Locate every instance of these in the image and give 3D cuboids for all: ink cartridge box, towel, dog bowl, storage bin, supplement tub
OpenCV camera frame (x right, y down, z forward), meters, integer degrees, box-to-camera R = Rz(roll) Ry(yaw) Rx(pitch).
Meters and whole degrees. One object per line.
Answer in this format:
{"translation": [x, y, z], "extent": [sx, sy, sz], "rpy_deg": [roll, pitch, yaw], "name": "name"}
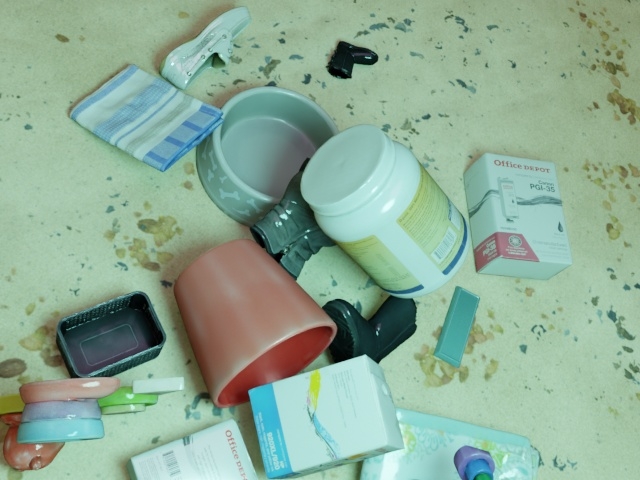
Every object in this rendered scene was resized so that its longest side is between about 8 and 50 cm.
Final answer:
{"translation": [-0.232, 0.436, 1.407], "extent": [0.203, 0.086, 0.148], "rpy_deg": [-15, 73, -26], "name": "ink cartridge box"}
{"translation": [-0.375, -0.271, 1.657], "extent": [0.285, 0.034, 0.209], "rpy_deg": [30, 59, 22], "name": "towel"}
{"translation": [0.478, -0.059, 1.881], "extent": [0.207, 0.117, 0.283], "rpy_deg": [6, 65, -18], "name": "ink cartridge box"}
{"translation": [-0.102, -0.196, 1.742], "extent": [0.348, 0.102, 0.349], "rpy_deg": [8, 64, -17], "name": "dog bowl"}
{"translation": [0.016, 0.335, 1.440], "extent": [0.232, 0.171, 0.168], "rpy_deg": [-19, 69, 11], "name": "ink cartridge box"}
{"translation": [-0.399, 0.187, 1.464], "extent": [0.180, 0.084, 0.122], "rpy_deg": [-21, 75, -28], "name": "storage bin"}
{"translation": [0.251, 0.519, 1.522], "extent": [0.374, 0.090, 0.321], "rpy_deg": [16, 70, -12], "name": "towel"}
{"translation": [0.129, -0.054, 1.509], "extent": [0.316, 0.228, 0.228], "rpy_deg": [45, 52, -37], "name": "supplement tub"}

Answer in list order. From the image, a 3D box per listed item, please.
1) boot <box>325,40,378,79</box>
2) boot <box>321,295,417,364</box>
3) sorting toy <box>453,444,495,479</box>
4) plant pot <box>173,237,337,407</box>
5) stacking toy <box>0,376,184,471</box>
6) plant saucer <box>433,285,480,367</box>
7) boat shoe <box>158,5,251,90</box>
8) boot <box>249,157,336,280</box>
{"translation": [0.081, -0.452, 1.961], "extent": [0.121, 0.045, 0.099], "rpy_deg": [20, 58, -2], "name": "boot"}
{"translation": [0.106, 0.163, 1.594], "extent": [0.094, 0.247, 0.207], "rpy_deg": [22, 52, 38], "name": "boot"}
{"translation": [0.246, 0.542, 1.339], "extent": [0.127, 0.366, 0.126], "rpy_deg": [7, 21, -9], "name": "sorting toy"}
{"translation": [-0.145, 0.148, 1.488], "extent": [0.274, 0.275, 0.243], "rpy_deg": [-24, 67, -28], "name": "plant pot"}
{"translation": [-0.392, 0.315, 1.304], "extent": [0.279, 0.309, 0.131], "rpy_deg": [4, 72, -30], "name": "stacking toy"}
{"translation": [0.317, 0.194, 1.763], "extent": [0.067, 0.018, 0.192], "rpy_deg": [28, 59, -6], "name": "plant saucer"}
{"translation": [-0.251, -0.445, 1.811], "extent": [0.096, 0.098, 0.277], "rpy_deg": [44, 69, 3], "name": "boat shoe"}
{"translation": [0.000, 0.000, 1.655], "extent": [0.223, 0.118, 0.338], "rpy_deg": [-53, 126, -9], "name": "boot"}
